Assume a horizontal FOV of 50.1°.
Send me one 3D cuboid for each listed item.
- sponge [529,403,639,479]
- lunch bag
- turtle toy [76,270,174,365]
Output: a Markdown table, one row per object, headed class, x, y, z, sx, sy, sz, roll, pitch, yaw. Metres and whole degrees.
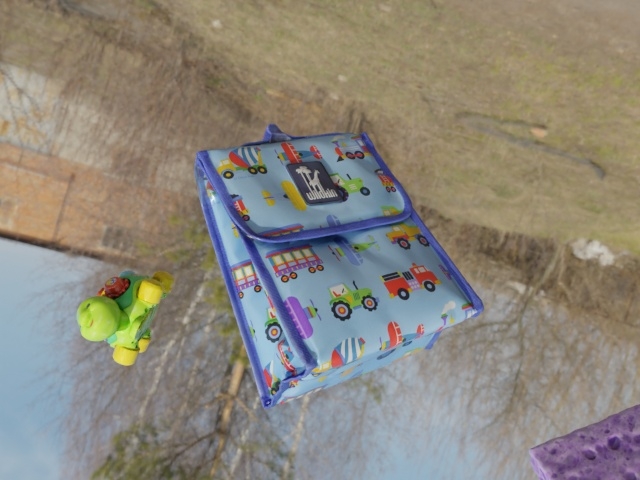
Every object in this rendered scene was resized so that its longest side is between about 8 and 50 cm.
| class | x | y | z | sx | sy | sz | roll | pitch | yaw |
| --- | --- | --- | --- | --- | --- | --- | --- | --- | --- |
| sponge | 0.219 | 0.104 | 0.314 | 0.210 | 0.031 | 0.117 | -22 | -154 | -2 |
| lunch bag | 0.000 | 0.000 | 0.757 | 0.221 | 0.293 | 0.138 | -14 | 159 | -30 |
| turtle toy | -0.203 | 0.073 | 0.703 | 0.066 | 0.095 | 0.130 | 23 | -174 | -2 |
